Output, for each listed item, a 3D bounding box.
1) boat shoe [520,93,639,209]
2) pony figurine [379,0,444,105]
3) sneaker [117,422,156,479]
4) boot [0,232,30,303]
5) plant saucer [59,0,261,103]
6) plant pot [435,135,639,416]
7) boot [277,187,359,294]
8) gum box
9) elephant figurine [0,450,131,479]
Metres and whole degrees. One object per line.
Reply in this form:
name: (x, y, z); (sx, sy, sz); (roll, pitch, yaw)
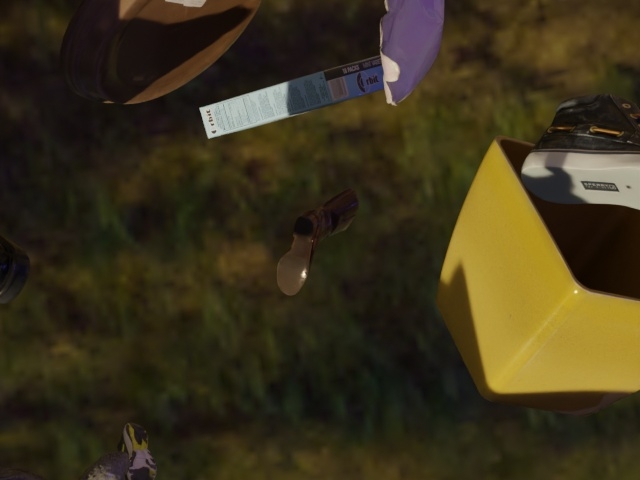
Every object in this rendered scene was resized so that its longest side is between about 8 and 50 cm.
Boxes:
boat shoe: (0.249, -0.071, 1.540); (0.183, 0.083, 0.065); (8, 148, 35)
pony figurine: (0.101, -0.342, 2.015); (0.351, 0.363, 0.303); (-33, 149, -54)
sneaker: (-0.183, 0.220, 1.943); (0.031, 0.083, 0.035); (15, 129, -22)
boot: (-0.437, -0.023, 1.997); (0.246, 0.094, 0.207); (26, 180, 38)
plant saucer: (-0.161, -0.246, 2.151); (0.278, 0.041, 0.278); (-34, 158, -16)
plant pot: (0.235, 0.052, 1.924); (0.212, 0.212, 0.187); (12, 128, -35)
boot: (0.000, 0.000, 2.203); (0.114, 0.037, 0.106); (-34, 149, -57)
gum box: (-0.020, -0.167, 2.267); (0.184, 0.041, 0.157); (-12, -174, 36)
elephant figurine: (-0.316, 0.275, 1.816); (0.169, 0.239, 0.186); (22, 178, 22)
